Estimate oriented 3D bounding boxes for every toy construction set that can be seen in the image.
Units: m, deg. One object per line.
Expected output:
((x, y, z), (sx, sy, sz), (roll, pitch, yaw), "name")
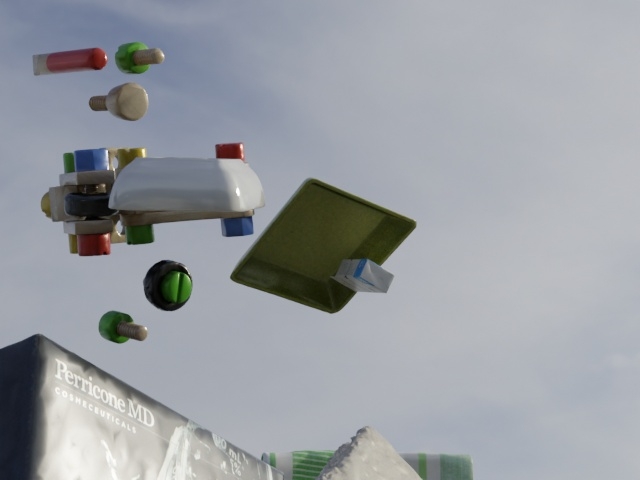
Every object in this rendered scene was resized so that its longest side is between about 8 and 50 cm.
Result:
((-0.250, -0.084, 1.197), (0.237, 0.257, 0.308), (7, -54, 45), "toy construction set")

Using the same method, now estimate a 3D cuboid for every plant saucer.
((0.000, 0.000, 1.349), (0.188, 0.045, 0.188), (21, -58, -35), "plant saucer")

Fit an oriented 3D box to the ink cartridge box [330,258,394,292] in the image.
((0.054, 0.047, 1.348), (0.048, 0.028, 0.083), (31, -15, -24), "ink cartridge box")

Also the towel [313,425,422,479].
((0.057, 0.251, 0.780), (0.049, 0.187, 0.282), (-47, -8, 14), "towel")

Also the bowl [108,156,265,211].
((-0.131, -0.058, 1.032), (0.142, 0.053, 0.142), (3, 5, 10), "bowl")

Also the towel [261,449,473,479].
((0.068, 0.423, 1.452), (0.325, 0.247, 0.038), (5, -18, -13), "towel")

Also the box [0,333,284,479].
((-0.260, 0.433, 1.083), (0.297, 0.471, 0.480), (-23, -38, 20), "box")
